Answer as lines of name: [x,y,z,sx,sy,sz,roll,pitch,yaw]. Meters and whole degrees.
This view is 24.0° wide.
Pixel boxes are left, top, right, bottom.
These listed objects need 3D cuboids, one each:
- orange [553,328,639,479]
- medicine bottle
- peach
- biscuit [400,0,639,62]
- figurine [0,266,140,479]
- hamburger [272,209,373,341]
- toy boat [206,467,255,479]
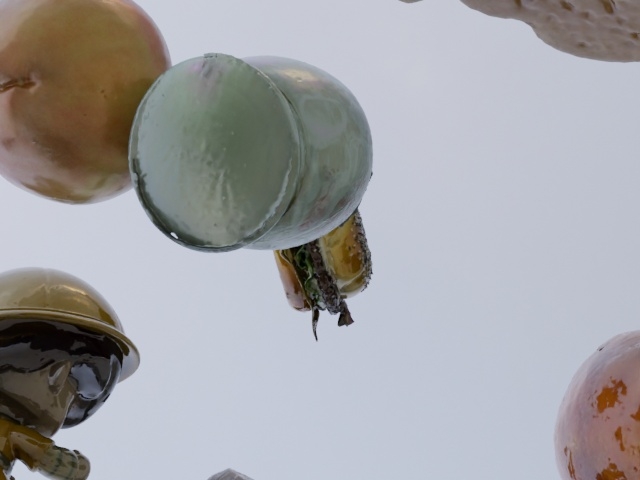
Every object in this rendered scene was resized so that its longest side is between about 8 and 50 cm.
orange: [0.372,0.199,1.465,0.284,0.284,0.226,19,-104,-45]
medicine bottle: [-0.050,-0.064,1.116,0.143,0.147,0.147,-7,-92,-61]
peach: [-0.196,-0.117,1.171,0.184,0.184,0.184,11,-105,-47]
biscuit: [0.084,-0.137,0.505,0.212,0.239,0.041,29,-116,-27]
figurine: [-0.269,0.131,1.307,0.256,0.192,0.167,-67,-34,-50]
hamburger: [0.000,0.000,1.503,0.189,0.093,0.164,75,-177,-58]
toy boat: [-0.059,0.362,1.856,0.108,0.293,0.099,28,-88,-37]
